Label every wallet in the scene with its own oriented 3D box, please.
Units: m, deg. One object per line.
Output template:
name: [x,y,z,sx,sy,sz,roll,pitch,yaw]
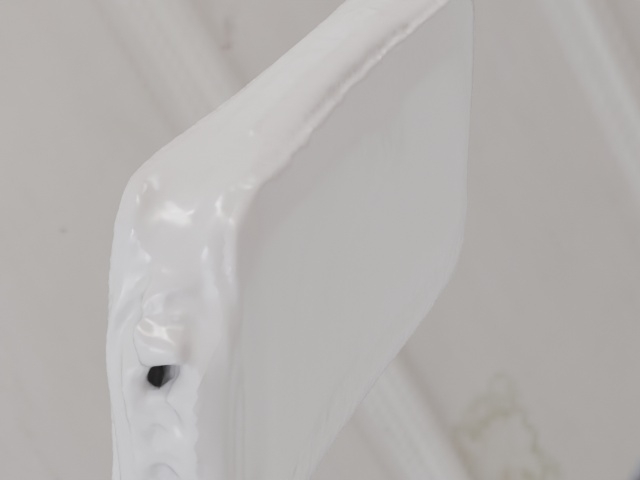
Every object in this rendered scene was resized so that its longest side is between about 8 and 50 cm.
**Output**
wallet: [0.000,0.000,0.449,0.190,0.033,0.095,-45,-41,-62]
